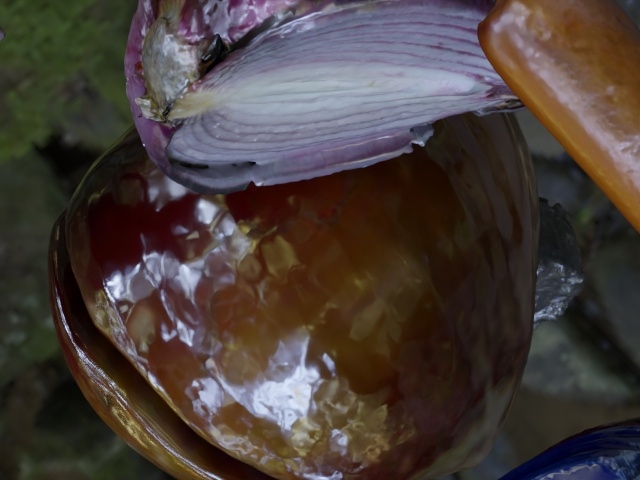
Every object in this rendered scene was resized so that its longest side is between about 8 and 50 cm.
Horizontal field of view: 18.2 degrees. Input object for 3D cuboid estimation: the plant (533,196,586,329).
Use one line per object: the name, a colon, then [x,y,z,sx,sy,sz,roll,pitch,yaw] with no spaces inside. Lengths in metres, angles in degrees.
plant: [0.184,-0.033,2.196,0.149,0.146,0.274,-51,50,34]

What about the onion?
onion: [0.036,-0.155,1.306,0.267,0.348,0.159,-40,59,55]

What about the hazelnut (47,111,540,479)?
hazelnut: [0.000,0.000,1.583,0.402,0.429,0.402,10,115,23]

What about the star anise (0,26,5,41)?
star anise: [-0.369,-0.092,1.277,0.292,0.349,0.109,7,117,36]

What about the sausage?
sausage: [0.168,-0.069,1.108,0.197,0.076,0.076,49,152,-2]

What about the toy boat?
toy boat: [0.121,0.186,1.254,0.072,0.219,0.318,61,164,10]
